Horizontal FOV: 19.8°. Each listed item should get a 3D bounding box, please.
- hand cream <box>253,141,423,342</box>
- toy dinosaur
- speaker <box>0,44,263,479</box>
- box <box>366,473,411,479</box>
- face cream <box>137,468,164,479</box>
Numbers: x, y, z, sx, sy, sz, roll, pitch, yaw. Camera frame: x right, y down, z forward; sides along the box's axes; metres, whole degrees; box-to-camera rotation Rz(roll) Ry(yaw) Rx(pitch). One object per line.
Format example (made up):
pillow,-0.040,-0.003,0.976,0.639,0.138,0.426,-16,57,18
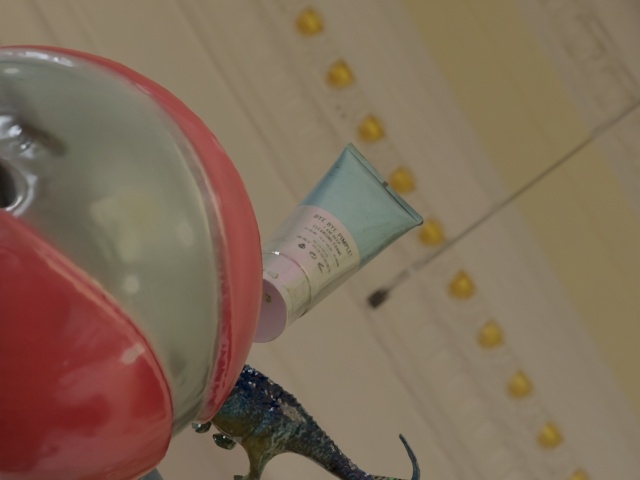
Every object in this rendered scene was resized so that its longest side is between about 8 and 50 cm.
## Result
hand cream,0.000,0.000,1.743,0.111,0.312,0.070,47,-58,2
toy dinosaur,-0.075,0.178,1.885,0.363,0.076,0.147,38,-61,-3
speaker,-0.176,0.014,1.152,0.294,0.294,0.294,36,-35,30
box,0.137,0.394,1.946,0.198,0.084,0.310,5,-52,32
face cream,-0.239,0.147,1.712,0.086,0.135,0.385,15,-36,43
